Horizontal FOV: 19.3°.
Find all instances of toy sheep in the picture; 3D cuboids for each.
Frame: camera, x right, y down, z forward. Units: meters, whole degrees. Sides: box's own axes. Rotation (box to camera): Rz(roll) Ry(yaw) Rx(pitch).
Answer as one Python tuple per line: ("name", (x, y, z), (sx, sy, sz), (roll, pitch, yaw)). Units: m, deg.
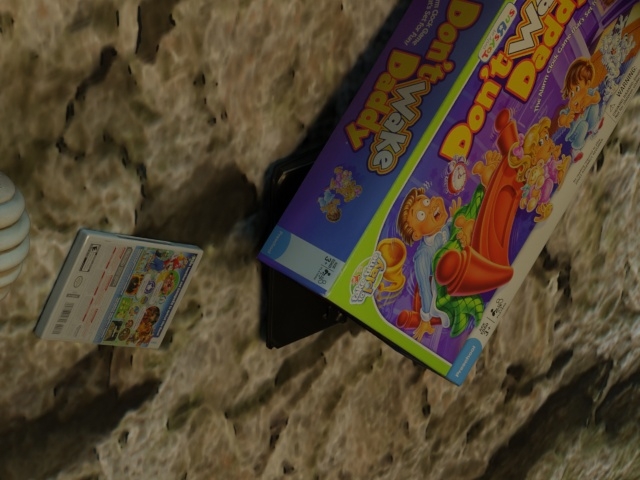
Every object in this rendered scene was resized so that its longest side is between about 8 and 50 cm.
("toy sheep", (-0.226, -0.007, 1.193), (0.091, 0.091, 0.132), (-16, 130, -40))

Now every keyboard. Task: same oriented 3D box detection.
("keyboard", (0.000, 0.000, 1.503), (0.108, 0.023, 0.180), (-21, 134, -28))

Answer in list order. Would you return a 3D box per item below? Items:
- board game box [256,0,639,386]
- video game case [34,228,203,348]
("board game box", (0.122, -0.079, 1.494), (0.347, 0.078, 0.233), (-59, 143, -3))
("video game case", (-0.147, 0.037, 1.380), (0.122, 0.011, 0.087), (9, 111, -50))
